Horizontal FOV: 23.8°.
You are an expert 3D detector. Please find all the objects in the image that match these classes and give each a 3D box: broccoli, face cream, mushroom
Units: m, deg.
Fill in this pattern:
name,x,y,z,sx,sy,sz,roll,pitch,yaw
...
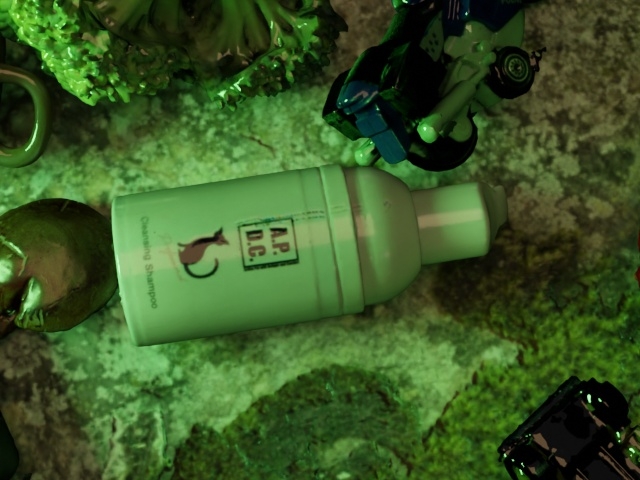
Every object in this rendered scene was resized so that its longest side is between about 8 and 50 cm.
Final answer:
name,x,y,z,sx,sy,sz,roll,pitch,yaw
broccoli,-0.156,-0.234,1.396,0.375,0.302,0.249,31,96,-20
face cream,0.000,0.000,1.405,0.370,0.145,0.145,-10,76,-1
mushroom,-0.267,0.033,1.433,0.135,0.080,0.170,33,75,18

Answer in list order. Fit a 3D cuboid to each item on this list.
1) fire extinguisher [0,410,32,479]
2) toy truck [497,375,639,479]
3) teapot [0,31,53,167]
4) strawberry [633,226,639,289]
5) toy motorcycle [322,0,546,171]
name,x,y,z,sx,sy,sz,roll,pitch,yaw
fire extinguisher,-0.347,0.142,1.393,0.114,0.095,0.311,-30,77,21
toy truck,0.279,0.248,1.354,0.127,0.127,0.257,-41,78,-16
teapot,-0.385,-0.127,1.431,0.268,0.185,0.175,13,108,2
strawberry,0.426,0.001,1.307,0.292,0.343,0.292,0,82,-1
toy motorcycle,0.118,-0.220,1.448,0.196,0.125,0.331,38,62,-19
